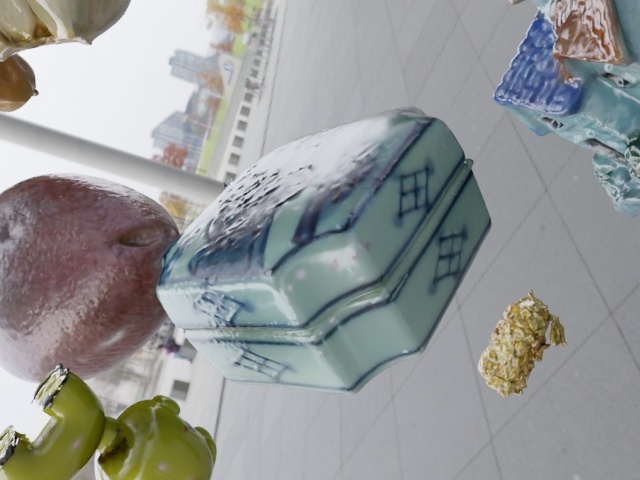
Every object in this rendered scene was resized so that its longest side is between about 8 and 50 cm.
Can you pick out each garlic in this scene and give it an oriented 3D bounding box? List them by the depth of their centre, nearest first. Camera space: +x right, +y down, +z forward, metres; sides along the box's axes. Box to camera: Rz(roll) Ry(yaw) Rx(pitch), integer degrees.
[{"bbox_3d":[-0.401,-0.372,0.857,0.184,0.281,0.203,-83,-16,-51],"label":"garlic"}]

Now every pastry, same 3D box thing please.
[{"bbox_3d":[0.473,0.245,1.467,0.249,0.102,0.154,-61,23,3],"label":"pastry"}]

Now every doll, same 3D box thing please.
[{"bbox_3d":[-0.174,0.206,0.572,0.143,0.221,0.135,-11,46,56],"label":"doll"}]

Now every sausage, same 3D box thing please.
[{"bbox_3d":[-0.645,-0.309,1.139,0.120,0.241,0.136,-36,57,47],"label":"sausage"}]

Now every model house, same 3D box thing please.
[{"bbox_3d":[0.331,-0.214,0.702,0.251,0.329,0.295,-58,-1,4],"label":"model house"}]

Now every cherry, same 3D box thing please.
[{"bbox_3d":[-0.299,0.039,0.775,0.221,0.308,0.261,16,-124,-70],"label":"cherry"}]

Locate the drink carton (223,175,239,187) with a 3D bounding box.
[{"bbox_3d":[0.004,-0.024,1.095,0.194,0.325,0.131,-7,74,60],"label":"drink carton"}]

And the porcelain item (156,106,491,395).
[{"bbox_3d":[0.000,0.000,0.621,0.286,0.157,0.281,-6,34,45],"label":"porcelain item"}]
